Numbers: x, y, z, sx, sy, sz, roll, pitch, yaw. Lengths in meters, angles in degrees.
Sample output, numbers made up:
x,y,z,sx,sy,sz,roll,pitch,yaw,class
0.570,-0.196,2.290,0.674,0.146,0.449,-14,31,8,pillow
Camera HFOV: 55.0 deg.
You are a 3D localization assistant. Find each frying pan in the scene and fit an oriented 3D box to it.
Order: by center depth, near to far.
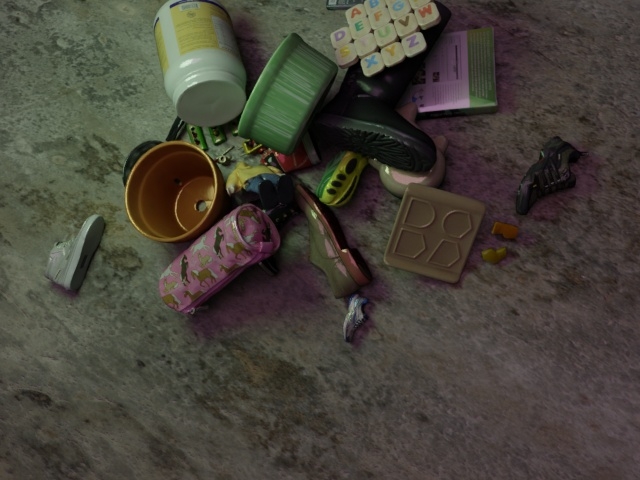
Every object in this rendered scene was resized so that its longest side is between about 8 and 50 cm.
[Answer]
x,y,z,sx,sy,sz,roll,pitch,yaw,class
-0.519,-0.281,1.944,0.198,0.053,0.325,9,81,19,frying pan

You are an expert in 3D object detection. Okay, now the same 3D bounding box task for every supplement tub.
x,y,z,sx,sy,sz,roll,pitch,yaw,class
-0.352,-0.528,1.814,0.241,0.241,0.331,-22,64,12,supplement tub

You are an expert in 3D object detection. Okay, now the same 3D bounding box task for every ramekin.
x,y,z,sx,sy,sz,roll,pitch,yaw,class
-0.078,-0.371,1.612,0.148,0.303,0.303,30,90,-3,ramekin

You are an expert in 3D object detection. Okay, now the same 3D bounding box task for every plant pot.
x,y,z,sx,sy,sz,roll,pitch,yaw,class
-0.390,-0.120,1.795,0.291,0.203,0.290,-3,79,16,plant pot

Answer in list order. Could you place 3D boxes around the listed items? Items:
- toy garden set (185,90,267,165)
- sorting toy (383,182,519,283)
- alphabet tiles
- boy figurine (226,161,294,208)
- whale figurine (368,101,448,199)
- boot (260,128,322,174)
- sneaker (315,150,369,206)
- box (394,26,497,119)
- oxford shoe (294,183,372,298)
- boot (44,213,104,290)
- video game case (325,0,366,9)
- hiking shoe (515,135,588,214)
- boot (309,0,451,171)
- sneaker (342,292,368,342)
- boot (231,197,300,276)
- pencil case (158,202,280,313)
x,y,z,sx,sy,sz,roll,pitch,yaw,class
-0.286,-0.324,1.882,0.245,0.049,0.203,-24,74,12,toy garden set
0.339,-0.007,1.599,0.308,0.041,0.228,15,107,-3,sorting toy
0.164,-0.553,1.599,0.284,0.021,0.277,-22,54,17,alphabet tiles
-0.189,-0.162,1.729,0.285,0.177,0.092,23,127,57,boy figurine
0.239,-0.234,1.662,0.217,0.141,0.271,-15,70,10,whale figurine
-0.114,-0.312,1.811,0.176,0.088,0.244,-20,78,14,boot
0.079,-0.227,1.714,0.295,0.109,0.124,-53,33,-14,sneaker
0.324,-0.458,1.719,0.322,0.058,0.232,-2,79,18,box
0.000,0.000,1.701,0.130,0.123,0.348,-37,69,16,oxford shoe
-0.788,0.022,1.945,0.124,0.095,0.258,22,88,13,boot
0.162,-0.788,1.844,0.275,0.026,0.195,6,82,17,video game case
0.585,-0.153,1.566,0.114,0.086,0.226,31,89,23,hiking shoe
0.224,-0.421,1.599,0.367,0.146,0.445,24,73,28,boot
0.097,0.213,1.667,0.058,0.052,0.135,12,84,14,sneaker
-0.133,-0.034,1.765,0.179,0.085,0.236,-31,73,7,boot
-0.282,0.056,1.689,0.386,0.160,0.167,-38,98,31,pencil case
